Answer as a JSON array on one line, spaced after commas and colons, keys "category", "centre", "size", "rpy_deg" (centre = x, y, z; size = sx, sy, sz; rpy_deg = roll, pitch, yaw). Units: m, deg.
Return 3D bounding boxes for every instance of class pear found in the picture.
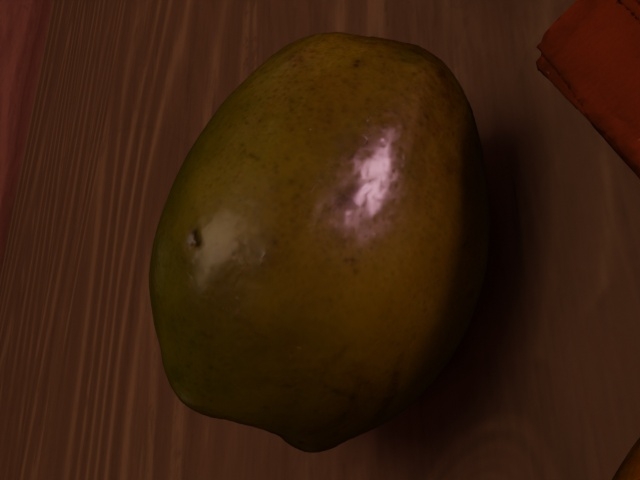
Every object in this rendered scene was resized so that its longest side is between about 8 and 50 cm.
[{"category": "pear", "centre": [0.000, 0.000, 0.721], "size": [0.253, 0.253, 0.307], "rpy_deg": [-5, 66, 57]}]

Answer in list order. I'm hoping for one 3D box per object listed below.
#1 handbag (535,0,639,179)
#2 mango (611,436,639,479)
[{"category": "handbag", "centre": [0.307, -0.177, 0.463], "size": [0.410, 0.116, 0.303], "rpy_deg": [-55, 33, 24]}, {"category": "mango", "centre": [0.190, 0.186, 0.434], "size": [0.177, 0.120, 0.295], "rpy_deg": [42, 110, 50]}]
